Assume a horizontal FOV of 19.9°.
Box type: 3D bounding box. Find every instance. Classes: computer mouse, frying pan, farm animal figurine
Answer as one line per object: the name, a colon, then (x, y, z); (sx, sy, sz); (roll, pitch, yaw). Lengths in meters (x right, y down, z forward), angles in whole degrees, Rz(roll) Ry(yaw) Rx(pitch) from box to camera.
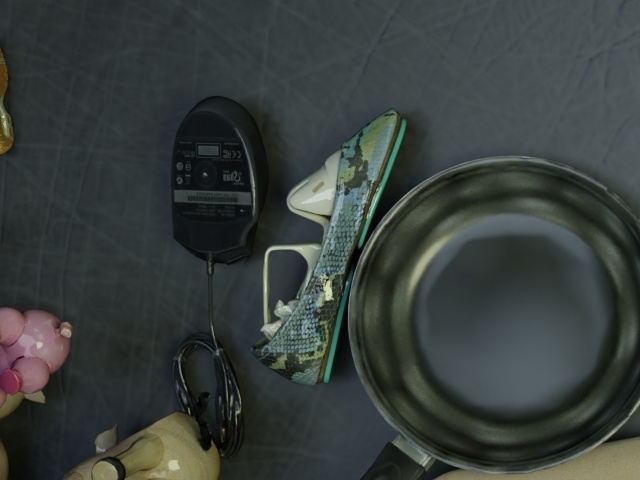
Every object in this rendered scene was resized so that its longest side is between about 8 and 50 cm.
computer mouse: (-0.064, 0.025, 1.213); (0.071, 0.041, 0.242); (6, 99, 29)
frying pan: (0.099, 0.108, 1.110); (0.197, 0.053, 0.326); (12, 82, 16)
farm animal figurine: (-0.230, 0.143, 1.208); (0.330, 0.172, 0.327); (33, 116, 20)

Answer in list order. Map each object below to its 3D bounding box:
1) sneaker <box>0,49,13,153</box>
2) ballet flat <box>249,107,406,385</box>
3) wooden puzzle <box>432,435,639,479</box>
sneaker: (-0.240, -0.101, 1.277); (0.037, 0.032, 0.083); (-5, 88, 20)
ballet flat: (0.000, 0.000, 1.165); (0.070, 0.070, 0.188); (18, 95, 19)
wooden puzzle: (0.240, 0.285, 1.078); (0.322, 0.080, 0.348); (-13, 80, 20)
